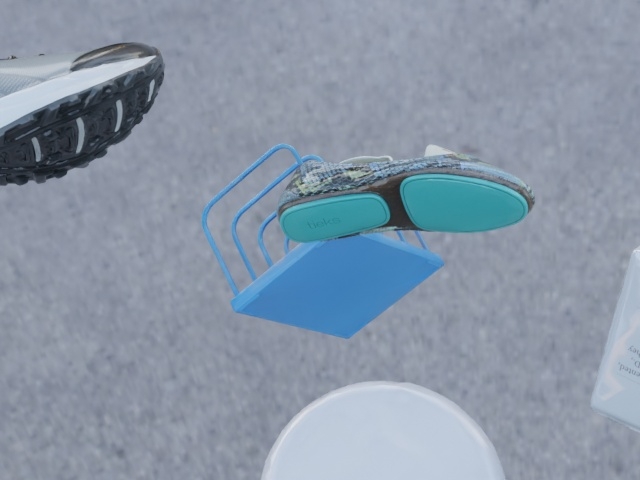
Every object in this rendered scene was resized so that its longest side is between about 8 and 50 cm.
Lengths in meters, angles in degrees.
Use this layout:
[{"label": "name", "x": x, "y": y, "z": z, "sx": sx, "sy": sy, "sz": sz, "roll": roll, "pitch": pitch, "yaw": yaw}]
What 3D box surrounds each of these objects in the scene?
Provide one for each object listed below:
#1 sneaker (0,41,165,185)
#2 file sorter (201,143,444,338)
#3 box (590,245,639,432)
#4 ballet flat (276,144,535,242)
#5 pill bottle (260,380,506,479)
[{"label": "sneaker", "x": -0.230, "y": -0.086, "z": 0.941, "sx": 0.271, "sy": 0.100, "sz": 0.108, "roll": -18, "pitch": 68, "yaw": -18}, {"label": "file sorter", "x": 0.000, "y": 0.000, "z": 1.260, "sx": 0.118, "sy": 0.170, "sz": 0.104, "roll": -39, "pitch": 60, "yaw": 22}, {"label": "box", "x": 0.298, "y": 0.063, "z": 0.942, "sx": 0.182, "sy": 0.119, "sz": 0.181, "roll": 24, "pitch": 29, "yaw": 26}, {"label": "ballet flat", "x": 0.060, "y": -0.040, "z": 1.046, "sx": 0.188, "sy": 0.070, "sz": 0.070, "roll": -3, "pitch": 50, "yaw": 16}, {"label": "pill bottle", "x": 0.048, "y": 0.230, "z": 1.089, "sx": 0.169, "sy": 0.301, "sz": 0.169, "roll": -2, "pitch": 63, "yaw": 3}]
